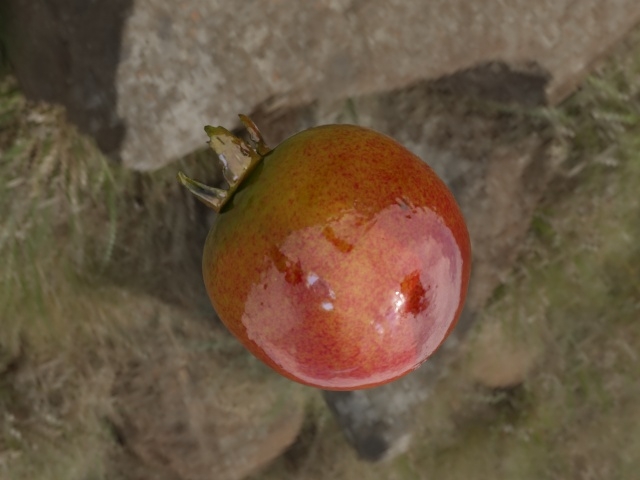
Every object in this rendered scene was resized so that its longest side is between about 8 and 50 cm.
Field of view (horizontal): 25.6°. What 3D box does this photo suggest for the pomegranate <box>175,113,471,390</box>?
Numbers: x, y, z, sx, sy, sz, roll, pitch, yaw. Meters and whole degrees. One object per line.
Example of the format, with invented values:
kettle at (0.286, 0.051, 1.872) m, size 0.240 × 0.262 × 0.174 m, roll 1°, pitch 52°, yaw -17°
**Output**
pomegranate at (0.000, 0.000, 1.135) m, size 0.221 × 0.256 × 0.221 m, roll -51°, pitch -178°, yaw 2°
